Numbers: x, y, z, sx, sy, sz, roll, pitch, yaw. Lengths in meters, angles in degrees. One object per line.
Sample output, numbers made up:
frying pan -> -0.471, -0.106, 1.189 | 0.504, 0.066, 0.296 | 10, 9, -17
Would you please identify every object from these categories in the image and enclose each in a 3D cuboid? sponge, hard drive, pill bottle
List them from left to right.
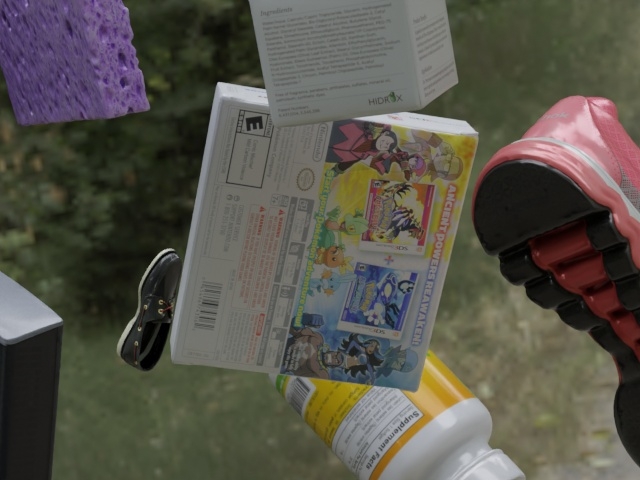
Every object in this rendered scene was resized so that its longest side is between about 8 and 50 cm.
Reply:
hard drive -> -0.302, 0.100, 1.334 | 0.054, 0.172, 0.255 | -7, 21, -40
sponge -> -0.173, -0.137, 1.065 | 0.031, 0.117, 0.210 | -16, 10, -24
pill bottle -> 0.076, 0.172, 1.539 | 0.136, 0.136, 0.245 | -19, 57, -46

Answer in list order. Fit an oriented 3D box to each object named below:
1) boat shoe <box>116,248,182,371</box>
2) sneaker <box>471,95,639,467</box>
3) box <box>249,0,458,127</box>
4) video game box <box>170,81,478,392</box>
boat shoe -> -0.171, 0.074, 1.692 | 0.042, 0.133, 0.049 | 29, 12, 37
sneaker -> 0.230, 0.036, 1.029 | 0.116, 0.314, 0.136 | -22, 22, 43
box -> 0.023, -0.125, 1.008 | 0.102, 0.087, 0.101 | -5, 13, 19
video game box -> 0.000, 0.000, 1.157 | 0.187, 0.205, 0.048 | 9, 19, -10
